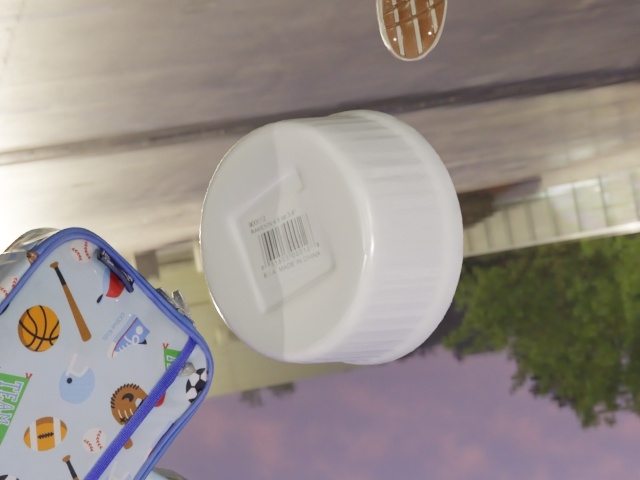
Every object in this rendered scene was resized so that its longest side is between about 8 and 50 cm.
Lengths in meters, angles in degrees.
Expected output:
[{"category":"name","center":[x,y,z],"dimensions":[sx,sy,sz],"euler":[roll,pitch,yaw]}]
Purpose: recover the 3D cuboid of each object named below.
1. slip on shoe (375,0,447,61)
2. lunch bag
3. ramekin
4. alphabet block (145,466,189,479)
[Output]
[{"category":"slip on shoe","center":[0.061,-0.195,0.875],"dimensions":[0.051,0.135,0.041],"euler":[-8,-179,0]},{"category":"lunch bag","center":[-0.238,0.147,1.084],"dimensions":[0.115,0.243,0.303],"euler":[0,-134,53]},{"category":"ramekin","center":[0.000,0.000,1.281],"dimensions":[0.277,0.277,0.135],"euler":[-11,175,42]},{"category":"alphabet block","center":[-0.199,0.444,1.691],"dimensions":[0.192,0.197,0.193],"euler":[28,172,13]}]
